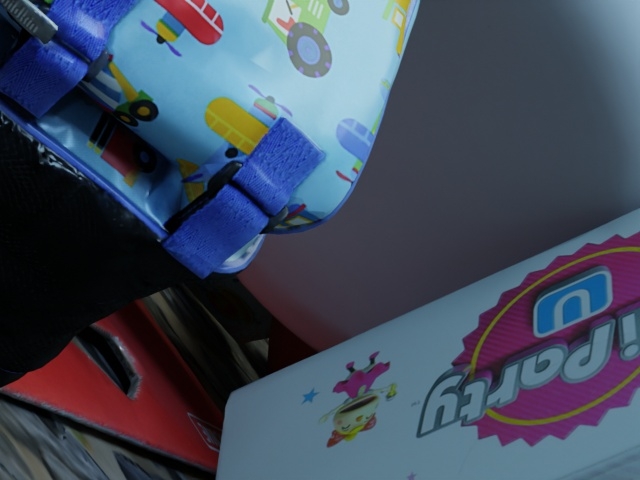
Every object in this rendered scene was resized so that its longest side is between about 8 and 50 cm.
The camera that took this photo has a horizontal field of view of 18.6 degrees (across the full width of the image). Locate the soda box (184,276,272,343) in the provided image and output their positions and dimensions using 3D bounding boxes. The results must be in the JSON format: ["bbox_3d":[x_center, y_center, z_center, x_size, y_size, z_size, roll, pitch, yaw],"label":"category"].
[{"bbox_3d":[0.000,0.000,0.908,0.063,0.058,0.183,49,-28,-15],"label":"soda box"}]

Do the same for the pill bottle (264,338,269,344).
[{"bbox_3d":[0.039,0.070,1.077,0.108,0.108,0.180,54,3,40],"label":"pill bottle"}]

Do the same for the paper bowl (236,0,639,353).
[{"bbox_3d":[0.060,-0.061,0.595,0.284,0.284,0.148,53,46,2],"label":"paper bowl"}]

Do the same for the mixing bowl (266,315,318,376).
[{"bbox_3d":[0.048,0.075,0.798,0.181,0.098,0.181,20,-29,12],"label":"mixing bowl"}]

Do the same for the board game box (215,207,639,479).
[{"bbox_3d":[0.144,0.130,0.537,0.303,0.224,0.097,52,26,-28],"label":"board game box"}]

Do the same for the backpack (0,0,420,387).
[{"bbox_3d":[-0.073,-0.081,0.408,0.173,0.117,0.158,43,47,-24],"label":"backpack"}]

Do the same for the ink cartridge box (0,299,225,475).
[{"bbox_3d":[-0.102,-0.055,0.613,0.261,0.066,0.296,52,2,18],"label":"ink cartridge box"}]
